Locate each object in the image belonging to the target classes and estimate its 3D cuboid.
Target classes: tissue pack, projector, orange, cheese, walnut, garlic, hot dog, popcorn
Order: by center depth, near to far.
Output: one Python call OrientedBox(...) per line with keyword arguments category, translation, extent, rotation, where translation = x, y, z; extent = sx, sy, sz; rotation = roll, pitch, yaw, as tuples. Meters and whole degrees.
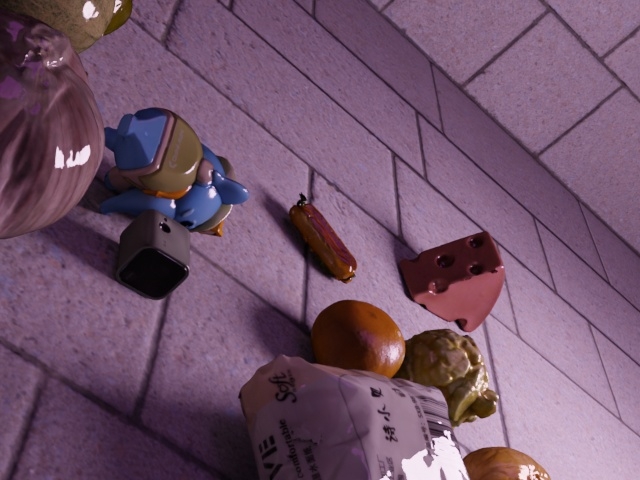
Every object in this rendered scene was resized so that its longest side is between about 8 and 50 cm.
OrientedBox(category="garlic", translation=(-0.383, -0.140, 1.135), extent=(0.317, 0.259, 0.317), rotation=(35, 26, -20))
OrientedBox(category="tissue pack", translation=(0.072, 0.341, 1.272), extent=(0.390, 0.195, 0.375), rotation=(23, 39, -43))
OrientedBox(category="projector", translation=(-0.231, 0.020, 1.360), extent=(0.083, 0.083, 0.082), rotation=(35, 28, -30))
OrientedBox(category="orange", translation=(0.057, 0.169, 1.574), extent=(0.156, 0.124, 0.156), rotation=(24, 23, -11))
OrientedBox(category="walnut", translation=(0.293, 0.413, 1.582), extent=(0.207, 0.159, 0.159), rotation=(31, 30, -44))
OrientedBox(category="popcorn", translation=(0.201, 0.242, 1.646), extent=(0.187, 0.186, 0.167), rotation=(55, 42, -7))
OrientedBox(category="hot dog", translation=(0.000, 0.000, 1.801), extent=(0.188, 0.055, 0.072), rotation=(53, 22, 10))
OrientedBox(category="cheese", translation=(0.291, 0.107, 2.074), extent=(0.128, 0.203, 0.177), rotation=(-109, 178, -47))

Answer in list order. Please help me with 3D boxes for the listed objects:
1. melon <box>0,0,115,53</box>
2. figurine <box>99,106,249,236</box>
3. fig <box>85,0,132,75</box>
OrientedBox(category="melon", translation=(-0.448, -0.414, 1.440), extent=(0.329, 0.249, 0.248), rotation=(47, 24, -22))
OrientedBox(category="figurine", translation=(-0.228, -0.096, 1.421), extent=(0.262, 0.180, 0.153), rotation=(35, 33, -46))
OrientedBox(category="fig", translation=(-0.390, -0.360, 1.654), extent=(0.124, 0.124, 0.236), rotation=(30, 55, -36))
